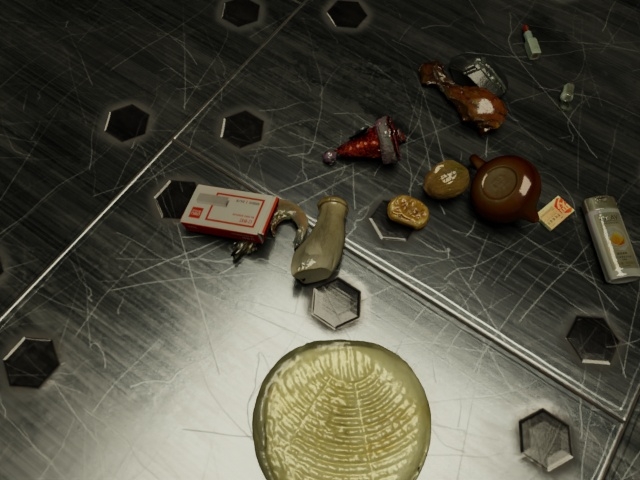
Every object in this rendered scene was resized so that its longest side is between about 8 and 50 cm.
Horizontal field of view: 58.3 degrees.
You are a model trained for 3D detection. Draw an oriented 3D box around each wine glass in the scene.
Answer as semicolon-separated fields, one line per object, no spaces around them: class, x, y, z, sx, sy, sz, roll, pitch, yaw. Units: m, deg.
wine glass;0.719;-0.419;1.669;0.042;0.039;0.083;20;62;10

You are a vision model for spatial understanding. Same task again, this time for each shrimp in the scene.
shrimp;-0.123;-0.008;1.444;0.152;0.046;0.219;37;69;18

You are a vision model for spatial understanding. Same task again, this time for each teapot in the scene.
teapot;0.472;-0.137;1.491;0.178;0.135;0.252;-42;50;11

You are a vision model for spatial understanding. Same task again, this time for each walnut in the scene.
walnut;0.327;-0.155;1.498;0.124;0.105;0.105;-20;67;-10

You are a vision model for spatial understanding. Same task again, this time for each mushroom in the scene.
mushroom;0.008;0.006;1.415;0.108;0.096;0.247;19;61;7

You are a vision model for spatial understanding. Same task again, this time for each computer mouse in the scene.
computer mouse;0.464;-0.492;1.679;0.192;0.062;0.106;39;70;16

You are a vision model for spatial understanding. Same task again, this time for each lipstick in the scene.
lipstick;0.642;-0.615;1.759;0.030;0.030;0.129;-6;65;-4

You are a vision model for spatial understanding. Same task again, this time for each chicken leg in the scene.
chicken leg;0.395;-0.418;1.634;0.113;0.093;0.304;-45;69;-6

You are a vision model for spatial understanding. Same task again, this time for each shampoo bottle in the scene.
shampoo bottle;0.741;-0.005;1.464;0.086;0.056;0.228;-3;65;-5

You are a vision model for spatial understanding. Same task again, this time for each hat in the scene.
hat;0.116;-0.256;1.548;0.227;0.129;0.140;-13;23;10

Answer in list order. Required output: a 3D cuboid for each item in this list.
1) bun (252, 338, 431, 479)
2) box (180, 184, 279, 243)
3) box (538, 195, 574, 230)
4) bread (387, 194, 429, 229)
bun;0.037;0.381;1.182;0.364;0.202;0.365;3;69;-7
box;-0.223;-0.068;1.434;0.229;0.050;0.123;10;62;18
box;0.617;-0.072;1.514;0.093;0.015;0.058;-36;69;-16
bread;0.228;-0.074;1.487;0.110;0.044;0.083;22;63;7
